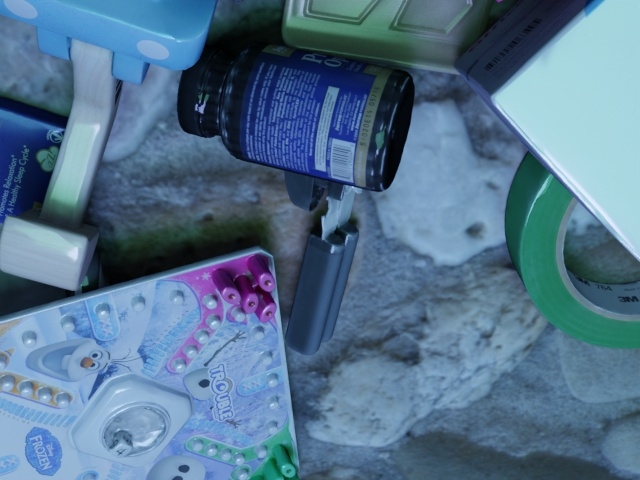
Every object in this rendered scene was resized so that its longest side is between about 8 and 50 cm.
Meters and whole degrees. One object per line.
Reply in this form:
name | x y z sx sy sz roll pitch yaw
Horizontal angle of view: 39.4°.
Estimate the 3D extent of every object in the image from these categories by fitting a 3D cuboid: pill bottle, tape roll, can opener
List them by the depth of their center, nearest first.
pill bottle | -0.025 -0.129 0.895 0.219 0.123 0.123 14 119 12
can opener | 0.000 0.000 1.036 0.093 0.074 0.280 21 119 23
tape roll | 0.381 -0.025 1.045 0.321 0.077 0.321 -2 119 -4

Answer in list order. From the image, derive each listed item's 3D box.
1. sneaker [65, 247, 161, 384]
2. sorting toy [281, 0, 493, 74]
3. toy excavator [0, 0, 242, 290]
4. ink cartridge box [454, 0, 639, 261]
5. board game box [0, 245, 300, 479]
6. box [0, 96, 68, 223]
sneaker | -0.233 0.111 1.058 0.108 0.100 0.272 -16 126 -7
sorting toy | 0.126 -0.288 0.900 0.307 0.041 0.229 6 114 -10
toy excavator | -0.186 -0.203 0.810 0.222 0.433 0.445 16 159 -8
ink cartridge box | 0.266 -0.143 0.796 0.198 0.270 0.197 -43 101 13
board game box | -0.216 0.223 1.045 0.389 0.050 0.390 -16 126 -15
box | -0.379 -0.097 0.956 0.225 0.036 0.136 18 116 -13
